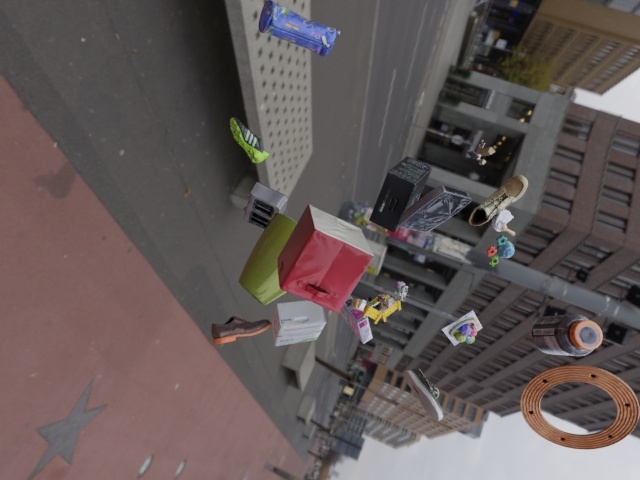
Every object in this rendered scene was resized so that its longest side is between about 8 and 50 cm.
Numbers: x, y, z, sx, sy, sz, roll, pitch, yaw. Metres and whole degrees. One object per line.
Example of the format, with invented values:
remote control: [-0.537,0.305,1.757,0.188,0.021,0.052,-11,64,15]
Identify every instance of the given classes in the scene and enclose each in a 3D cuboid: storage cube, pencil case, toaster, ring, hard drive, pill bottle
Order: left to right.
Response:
toaster: [-0.240,-0.141,2.112,0.168,0.186,0.110,-64,180,43]
pencil case: [-0.082,-0.808,1.835,0.119,0.306,0.133,-63,-150,29]
storage cube: [0.006,0.044,1.307,0.193,0.184,0.215,-59,-163,19]
hard drive: [0.436,-0.120,1.845,0.255,0.172,0.054,-42,-132,44]
pill bottle: [0.795,0.305,1.535,0.245,0.130,0.130,98,15,-79]
ring: [0.819,0.530,1.522,0.032,0.337,0.336,-51,160,-59]

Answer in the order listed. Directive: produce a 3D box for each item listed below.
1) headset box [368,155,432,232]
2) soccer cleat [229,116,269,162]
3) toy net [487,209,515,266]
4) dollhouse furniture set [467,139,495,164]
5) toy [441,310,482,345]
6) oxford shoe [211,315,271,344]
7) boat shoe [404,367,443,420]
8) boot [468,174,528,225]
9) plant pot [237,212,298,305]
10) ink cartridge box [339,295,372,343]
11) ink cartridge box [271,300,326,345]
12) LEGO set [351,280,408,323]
headset box: [0.343,-0.199,2.055,0.283,0.131,0.246,-39,153,-56]
soccer cleat: [-0.244,-0.344,1.622,0.072,0.179,0.060,-32,177,-36]
toy net: [0.670,-0.018,1.793,0.045,0.122,0.232,-115,-174,-61]
dollhouse furniture set: [0.675,-0.365,1.920,0.081,0.091,0.114,-59,-158,-11]
toy: [0.569,0.361,1.864,0.137,0.056,0.237,-35,147,8]
oxford shoe: [-0.331,0.363,2.024,0.271,0.098,0.097,-10,173,-38]
boat shoe: [0.382,0.539,1.699,0.219,0.070,0.077,-124,-154,-50]
boot: [0.646,-0.141,1.739,0.165,0.077,0.213,-29,165,-36]
plant pot: [-0.163,0.094,1.803,0.293,0.275,0.275,-49,165,-14]
ink cartridge box: [0.112,0.290,2.104,0.065,0.311,0.185,-29,139,-10]
ink cartridge box: [-0.104,0.377,2.182,0.289,0.211,0.121,111,-29,-61]
LEGO set: [0.203,0.238,1.833,0.287,0.107,0.132,-11,119,-36]
